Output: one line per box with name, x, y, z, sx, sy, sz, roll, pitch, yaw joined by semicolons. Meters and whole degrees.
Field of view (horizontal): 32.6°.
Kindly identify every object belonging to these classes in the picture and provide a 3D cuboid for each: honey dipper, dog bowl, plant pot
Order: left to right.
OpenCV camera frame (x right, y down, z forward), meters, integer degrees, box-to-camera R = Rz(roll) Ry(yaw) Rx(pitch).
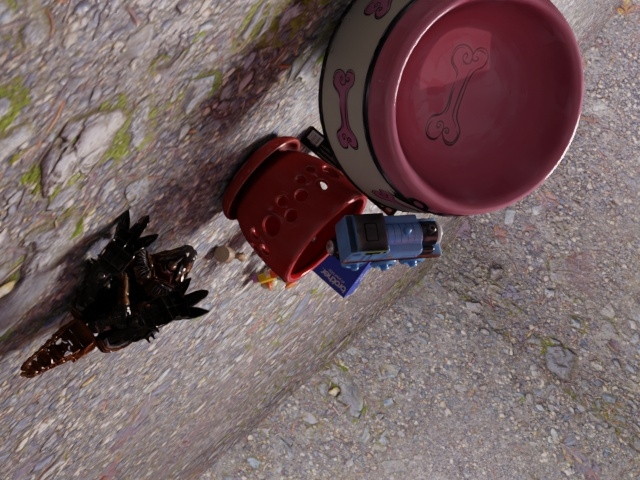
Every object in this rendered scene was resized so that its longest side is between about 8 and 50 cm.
honey dipper;-0.156;0.028;1.966;0.030;0.030;0.161;-50;170;4
plant pot;-0.050;-0.054;1.733;0.191;0.174;0.191;-47;169;-13
dog bowl;0.211;-0.218;1.622;0.408;0.408;0.150;-48;-149;-4

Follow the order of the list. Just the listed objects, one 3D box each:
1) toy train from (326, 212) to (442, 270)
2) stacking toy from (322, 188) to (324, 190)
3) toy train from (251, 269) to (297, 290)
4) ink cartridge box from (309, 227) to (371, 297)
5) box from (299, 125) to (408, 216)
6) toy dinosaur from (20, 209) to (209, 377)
toy train;0.104;0.000;1.683;0.184;0.080;0.105;-3;165;-18
stacking toy;-0.026;-0.039;2.195;0.167;0.052;0.221;-54;166;14
toy train;-0.066;0.072;2.236;0.125;0.046;0.166;-19;175;28
ink cartridge box;0.000;0.000;2.006;0.097;0.207;0.046;-55;166;27
box;0.062;-0.111;1.881;0.036;0.207;0.114;-50;168;3
toy dinosaur;-0.271;0.096;1.506;0.218;0.164;0.322;-38;-158;47
